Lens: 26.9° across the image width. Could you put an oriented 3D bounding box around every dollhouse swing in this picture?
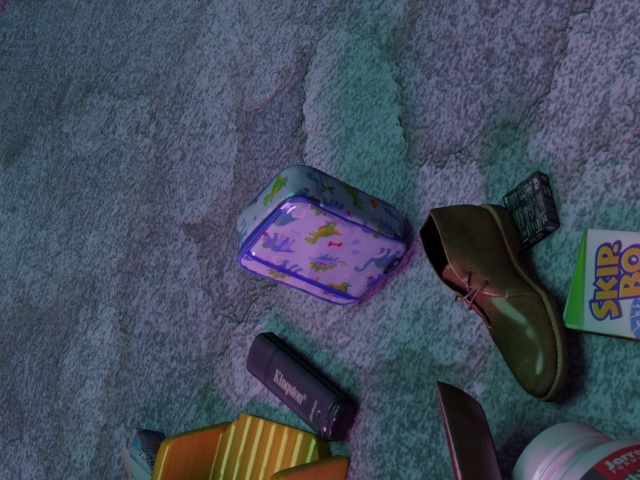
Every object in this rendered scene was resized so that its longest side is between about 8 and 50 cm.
[{"bbox_3d":[-0.205,0.395,1.939,0.347,0.305,0.315,5,79,57],"label":"dollhouse swing"}]

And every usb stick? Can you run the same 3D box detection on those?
[{"bbox_3d":[-0.034,0.215,2.007,0.278,0.045,0.077,33,102,56],"label":"usb stick"}]

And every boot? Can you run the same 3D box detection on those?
[{"bbox_3d":[0.206,0.074,1.644,0.112,0.115,0.305,-62,35,37],"label":"boot"}]

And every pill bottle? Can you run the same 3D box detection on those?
[{"bbox_3d":[0.329,0.303,1.316,0.318,0.176,0.176,33,103,55],"label":"pill bottle"}]

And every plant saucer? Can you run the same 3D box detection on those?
[{"bbox_3d":[0.184,0.304,1.498,0.050,0.310,0.310,-14,52,2],"label":"plant saucer"}]

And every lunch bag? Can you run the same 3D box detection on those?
[{"bbox_3d":[0.000,0.000,1.901,0.176,0.219,0.090,-43,36,34],"label":"lunch bag"}]

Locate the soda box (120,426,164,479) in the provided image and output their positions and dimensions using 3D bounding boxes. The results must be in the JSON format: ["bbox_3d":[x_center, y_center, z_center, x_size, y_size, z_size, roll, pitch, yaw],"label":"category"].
[{"bbox_3d":[-0.283,0.401,2.272,0.063,0.058,0.183,-58,36,21],"label":"soda box"}]

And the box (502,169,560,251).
[{"bbox_3d":[0.268,-0.037,1.709,0.067,0.018,0.083,-41,44,38],"label":"box"}]

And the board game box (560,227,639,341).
[{"bbox_3d":[0.368,0.053,1.511,0.259,0.039,0.124,5,78,59],"label":"board game box"}]
